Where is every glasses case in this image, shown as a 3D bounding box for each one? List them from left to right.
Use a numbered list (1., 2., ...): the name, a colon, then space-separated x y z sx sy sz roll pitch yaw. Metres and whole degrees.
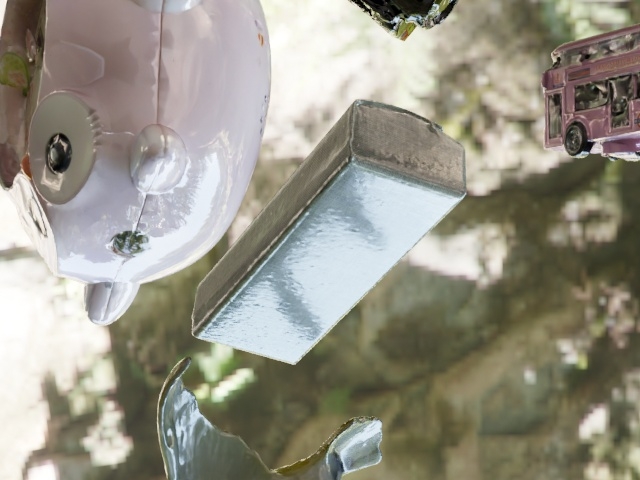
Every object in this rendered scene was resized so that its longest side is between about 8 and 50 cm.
1. glasses case: 0.000 0.000 0.951 0.071 0.205 0.047 18 -127 -20

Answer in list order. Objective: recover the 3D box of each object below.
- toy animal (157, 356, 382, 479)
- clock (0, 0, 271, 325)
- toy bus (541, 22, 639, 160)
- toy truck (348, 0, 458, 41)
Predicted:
1. toy animal: -0.027 0.157 0.920 0.095 0.219 0.155 0 -123 22
2. clock: -0.185 -0.131 1.739 0.251 0.368 0.376 6 -134 -20
3. toy bus: 0.225 -0.100 1.125 0.063 0.090 0.203 1 175 -30
4. toy truck: 0.108 -0.271 1.268 0.127 0.257 0.127 40 -176 16
